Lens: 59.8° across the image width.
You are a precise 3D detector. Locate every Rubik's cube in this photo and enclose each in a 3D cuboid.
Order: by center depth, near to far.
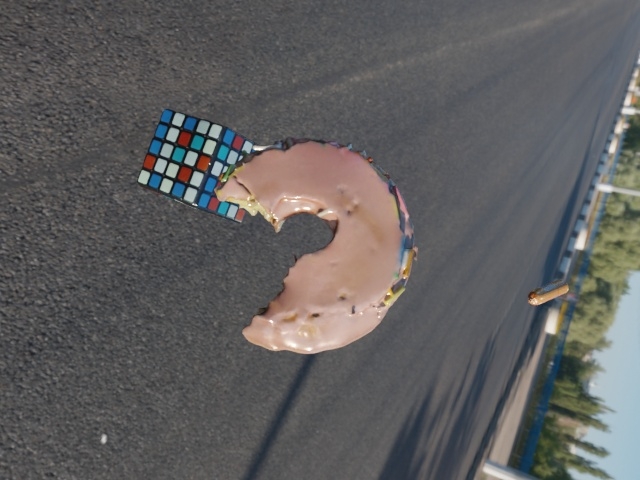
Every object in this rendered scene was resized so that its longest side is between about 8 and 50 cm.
[{"bbox_3d":[-0.254,-0.161,1.219,0.187,0.182,0.184,15,97,-63],"label":"Rubik's cube"}]

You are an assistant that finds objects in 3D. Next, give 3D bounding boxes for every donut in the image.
[{"bbox_3d":[0.000,0.000,0.601,0.085,0.198,0.233,70,8,-76],"label":"donut"}]

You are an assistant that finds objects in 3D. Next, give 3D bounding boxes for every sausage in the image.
[{"bbox_3d":[0.433,0.101,1.072,0.107,0.031,0.031,-14,120,-32],"label":"sausage"}]
